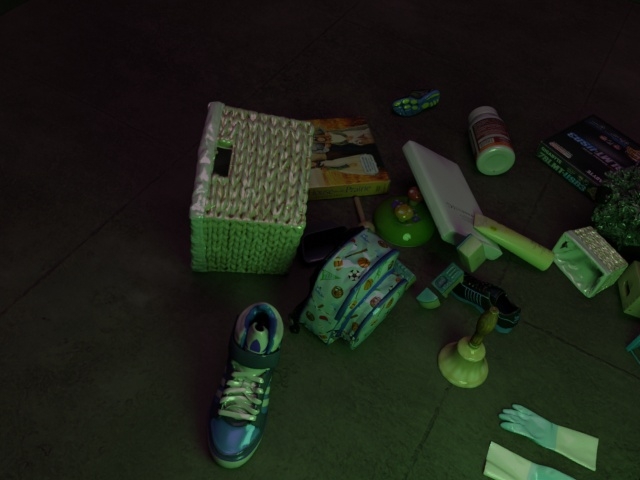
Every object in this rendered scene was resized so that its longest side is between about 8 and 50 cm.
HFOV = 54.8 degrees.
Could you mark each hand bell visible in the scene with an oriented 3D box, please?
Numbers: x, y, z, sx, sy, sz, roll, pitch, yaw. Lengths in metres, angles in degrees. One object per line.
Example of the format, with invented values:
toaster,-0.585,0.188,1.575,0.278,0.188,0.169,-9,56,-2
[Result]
hand bell,0.359,0.227,1.416,0.126,0.242,0.126,3,50,-4

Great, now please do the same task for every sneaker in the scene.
sneaker,0.324,-0.482,2.139,0.188,0.067,0.078,-23,35,-22
sneaker,0.420,0.134,1.602,0.081,0.090,0.232,-34,62,-30
sneaker,-0.160,0.284,1.305,0.130,0.236,0.323,13,49,4

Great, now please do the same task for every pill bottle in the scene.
pill bottle,0.542,-0.325,1.987,0.121,0.121,0.221,3,50,-5

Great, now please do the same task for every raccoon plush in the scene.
raccoon plush,0.968,-0.129,1.712,0.299,0.216,0.446,16,61,46

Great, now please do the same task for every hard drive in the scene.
hard drive,0.372,-0.118,1.767,0.233,0.047,0.353,19,41,-36

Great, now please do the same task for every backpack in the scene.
backpack,0.079,0.109,1.467,0.213,0.263,0.276,30,52,17

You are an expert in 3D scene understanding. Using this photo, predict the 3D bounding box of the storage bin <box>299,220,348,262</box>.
storage bin,0.000,0.000,1.672,0.135,0.098,0.091,-14,25,-18

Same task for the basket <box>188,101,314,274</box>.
basket,-0.176,-0.109,1.553,0.266,0.331,0.329,8,64,-7

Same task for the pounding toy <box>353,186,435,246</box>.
pounding toy,0.220,-0.086,1.751,0.236,0.110,0.183,3,49,-5

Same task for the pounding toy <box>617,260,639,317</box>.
pounding toy,0.919,0.139,1.668,0.206,0.094,0.181,19,45,-3

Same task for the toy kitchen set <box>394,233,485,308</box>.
toy kitchen set,0.288,0.048,1.584,0.207,0.122,0.166,-44,63,-3

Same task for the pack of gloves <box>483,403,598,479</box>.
pack of gloves,0.496,0.468,1.360,0.232,0.046,0.195,21,51,10

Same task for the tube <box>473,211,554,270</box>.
tube,0.530,0.000,1.711,0.240,0.070,0.062,30,81,0

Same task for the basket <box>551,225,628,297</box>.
basket,0.738,0.053,1.698,0.103,0.113,0.167,-18,55,-24

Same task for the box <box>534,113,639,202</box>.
box,0.910,-0.266,2.019,0.293,0.073,0.295,-25,57,-27

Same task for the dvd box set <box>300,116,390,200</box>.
dvd box set,-0.028,-0.252,1.891,0.420,0.062,0.308,-5,51,-12

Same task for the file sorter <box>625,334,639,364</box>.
file sorter,0.863,0.251,1.509,0.118,0.170,0.105,-13,55,-17
